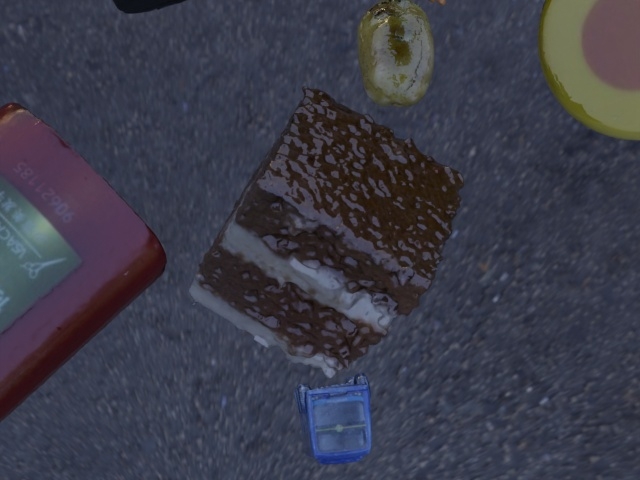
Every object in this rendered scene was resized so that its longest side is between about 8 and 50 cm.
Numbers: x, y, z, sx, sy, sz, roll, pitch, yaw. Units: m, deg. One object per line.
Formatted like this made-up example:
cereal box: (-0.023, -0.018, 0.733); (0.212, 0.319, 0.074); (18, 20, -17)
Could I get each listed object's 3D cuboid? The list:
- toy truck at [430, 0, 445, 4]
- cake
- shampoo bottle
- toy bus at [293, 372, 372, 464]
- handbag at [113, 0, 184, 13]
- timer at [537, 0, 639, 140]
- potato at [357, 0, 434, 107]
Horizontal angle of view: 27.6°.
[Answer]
toy truck: (0.100, -0.424, 1.665); (0.135, 0.114, 0.270); (14, 35, -31)
cake: (0.000, 0.000, 0.875); (0.135, 0.147, 0.134); (34, 41, -8)
shampoo bottle: (-0.219, 0.071, 0.598); (0.118, 0.076, 0.314); (46, 70, 2)
toy bus: (0.017, 0.203, 1.468); (0.079, 0.236, 0.094); (-11, 83, -5)
handbag: (-0.163, -0.315, 0.938); (0.080, 0.246, 0.223); (-18, 48, -16)
timer: (0.301, -0.277, 0.865); (0.387, 0.376, 0.376); (-12, 75, 21)
potato: (0.101, -0.256, 1.762); (0.107, 0.080, 0.170); (-8, 68, 26)
